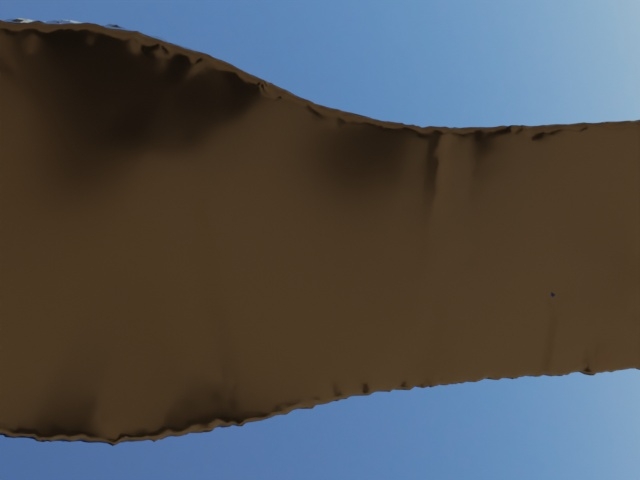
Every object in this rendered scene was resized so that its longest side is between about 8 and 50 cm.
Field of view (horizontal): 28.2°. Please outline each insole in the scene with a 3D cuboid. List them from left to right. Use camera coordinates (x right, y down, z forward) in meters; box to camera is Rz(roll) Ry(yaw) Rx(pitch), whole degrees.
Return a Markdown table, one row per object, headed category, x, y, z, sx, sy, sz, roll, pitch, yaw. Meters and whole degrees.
| category | x | y | z | sx | sy | sz | roll | pitch | yaw |
| --- | --- | --- | --- | --- | --- | --- | --- | --- | --- |
| insole | 0.000 | 0.000 | 0.373 | 0.009 | 0.348 | 0.119 | -145 | 58 | -62 |
